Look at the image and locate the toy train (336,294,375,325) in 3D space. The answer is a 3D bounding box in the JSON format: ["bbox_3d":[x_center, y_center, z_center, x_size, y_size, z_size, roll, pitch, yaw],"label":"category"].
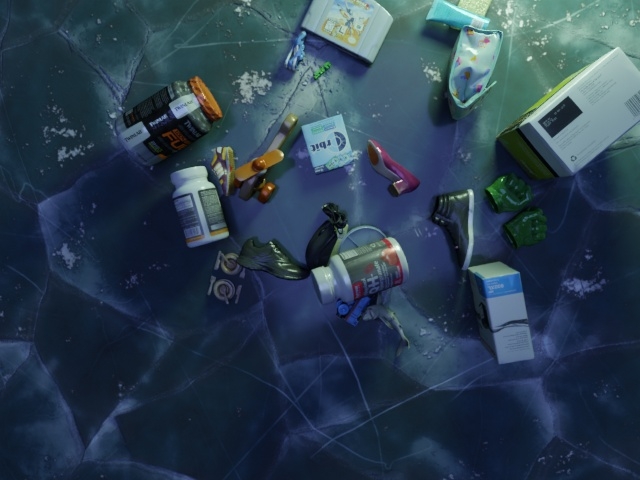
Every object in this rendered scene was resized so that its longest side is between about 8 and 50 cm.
[{"bbox_3d":[0.136,0.230,1.679,0.105,0.080,0.184,32,95,-9],"label":"toy train"}]

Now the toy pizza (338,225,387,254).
[{"bbox_3d":[0.162,0.040,1.659,0.201,0.032,0.201,-3,107,-11],"label":"toy pizza"}]

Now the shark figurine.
[{"bbox_3d":[0.235,0.314,1.683,0.116,0.166,0.278,-30,121,33],"label":"shark figurine"}]

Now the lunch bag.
[{"bbox_3d":[0.506,-0.552,1.492,0.160,0.223,0.262,12,97,10],"label":"lunch bag"}]

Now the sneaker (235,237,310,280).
[{"bbox_3d":[-0.172,0.073,1.671,0.286,0.109,0.130,17,84,-3],"label":"sneaker"}]

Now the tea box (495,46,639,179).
[{"bbox_3d":[0.815,-0.389,1.438,0.329,0.323,0.220,-40,92,8],"label":"tea box"}]

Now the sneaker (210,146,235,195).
[{"bbox_3d":[-0.373,-0.260,1.668,0.084,0.069,0.185,-1,90,13],"label":"sneaker"}]

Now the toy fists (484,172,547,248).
[{"bbox_3d":[0.722,-0.110,1.591,0.142,0.096,0.279,-29,92,5],"label":"toy fists"}]

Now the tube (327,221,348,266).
[{"bbox_3d":[0.049,0.048,1.676,0.062,0.070,0.240,3,103,-42],"label":"tube"}]

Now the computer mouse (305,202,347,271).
[{"bbox_3d":[0.000,0.000,1.623,0.072,0.188,0.272,12,109,-24],"label":"computer mouse"}]

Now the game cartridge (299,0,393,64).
[{"bbox_3d":[0.098,-0.791,1.581,0.297,0.062,0.198,26,101,1],"label":"game cartridge"}]

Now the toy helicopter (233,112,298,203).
[{"bbox_3d":[-0.190,-0.297,1.561,0.140,0.235,0.355,33,97,0],"label":"toy helicopter"}]

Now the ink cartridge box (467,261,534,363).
[{"bbox_3d":[0.638,0.251,1.571,0.129,0.223,0.307,-12,95,6],"label":"ink cartridge box"}]

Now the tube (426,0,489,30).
[{"bbox_3d":[0.481,-0.776,1.531,0.207,0.052,0.080,23,92,5],"label":"tube"}]

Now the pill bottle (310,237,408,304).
[{"bbox_3d":[0.134,0.116,1.558,0.318,0.176,0.176,-18,95,-9],"label":"pill bottle"}]

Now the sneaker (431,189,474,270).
[{"bbox_3d":[0.480,-0.039,1.615,0.147,0.104,0.296,0,90,6],"label":"sneaker"}]

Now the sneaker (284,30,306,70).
[{"bbox_3d":[-0.079,-0.688,1.604,0.059,0.053,0.144,27,106,1],"label":"sneaker"}]

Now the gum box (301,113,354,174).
[{"bbox_3d":[0.029,-0.356,1.637,0.157,0.041,0.184,-15,96,5],"label":"gum box"}]

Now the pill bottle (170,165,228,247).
[{"bbox_3d":[-0.454,-0.124,1.636,0.162,0.162,0.278,-15,94,5],"label":"pill bottle"}]

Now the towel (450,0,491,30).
[{"bbox_3d":[0.533,-0.813,1.561,0.110,0.027,0.148,21,97,1],"label":"towel"}]

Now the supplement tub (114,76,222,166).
[{"bbox_3d":[-0.541,-0.431,1.585,0.338,0.207,0.207,-29,94,7],"label":"supplement tub"}]

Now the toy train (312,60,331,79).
[{"bbox_3d":[0.005,-0.628,1.622,0.083,0.017,0.024,-40,83,7],"label":"toy train"}]

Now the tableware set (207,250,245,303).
[{"bbox_3d":[-0.367,0.145,1.719,0.128,0.039,0.194,16,97,2],"label":"tableware set"}]

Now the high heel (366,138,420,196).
[{"bbox_3d":[0.269,-0.282,1.626,0.117,0.082,0.244,-28,78,-25],"label":"high heel"}]
